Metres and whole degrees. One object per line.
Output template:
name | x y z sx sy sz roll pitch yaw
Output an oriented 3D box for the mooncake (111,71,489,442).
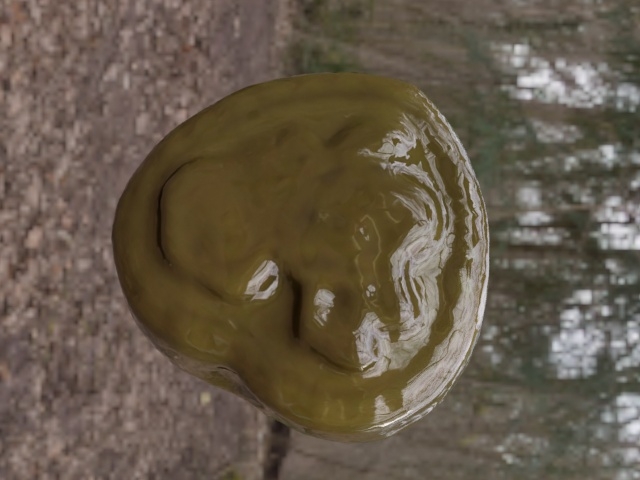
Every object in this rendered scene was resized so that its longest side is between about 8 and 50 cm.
mooncake | 0.000 0.000 0.814 0.117 0.234 0.235 76 11 -73
